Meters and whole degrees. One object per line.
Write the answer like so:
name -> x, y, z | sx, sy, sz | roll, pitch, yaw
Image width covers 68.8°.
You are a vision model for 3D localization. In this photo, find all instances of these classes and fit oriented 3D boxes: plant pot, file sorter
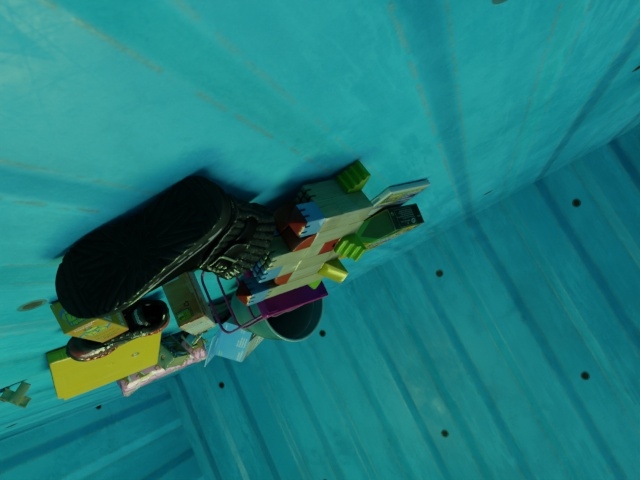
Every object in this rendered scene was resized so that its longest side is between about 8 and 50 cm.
plant pot -> -0.173, 0.223, 1.633 | 0.271, 0.272, 0.255 | -15, 178, -45
file sorter -> -0.159, 0.122, 1.312 | 0.182, 0.202, 0.290 | -32, 168, 30

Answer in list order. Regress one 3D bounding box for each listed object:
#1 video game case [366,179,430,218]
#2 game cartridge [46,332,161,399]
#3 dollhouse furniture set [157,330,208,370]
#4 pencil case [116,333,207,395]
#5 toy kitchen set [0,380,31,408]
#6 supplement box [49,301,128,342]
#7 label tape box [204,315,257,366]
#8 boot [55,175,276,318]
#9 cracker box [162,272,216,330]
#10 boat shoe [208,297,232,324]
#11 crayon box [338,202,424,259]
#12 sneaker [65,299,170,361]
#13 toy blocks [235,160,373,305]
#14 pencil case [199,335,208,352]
video game case -> 0.227, -0.129, 1.516 | 0.212, 0.023, 0.193 | -15, 164, -42
game cartridge -> -0.675, 0.374, 1.486 | 0.323, 0.053, 0.285 | -16, 148, -34
dollhouse furniture set -> -0.580, 0.401, 1.883 | 0.184, 0.129, 0.129 | -52, 166, 3
pencil case -> -0.684, 0.519, 2.019 | 0.385, 0.160, 0.167 | -22, -149, -24
toy kitchen set -> -0.964, 0.491, 1.495 | 0.075, 0.083, 0.068 | -41, -157, 52
supplement box -> -0.516, 0.177, 1.062 | 0.077, 0.080, 0.233 | -27, 167, -12
label tape box -> -0.290, 0.354, 1.847 | 0.348, 0.115, 0.249 | -46, 166, -45
boot -> -0.257, 0.029, 0.848 | 0.347, 0.131, 0.260 | -29, 169, 7
cracker box -> -0.321, 0.138, 1.125 | 0.067, 0.156, 0.232 | -24, 168, -12
boat shoe -> -0.375, 0.289, 1.840 | 0.102, 0.093, 0.285 | -36, 166, 38
crayon box -> 0.181, -0.022, 1.661 | 0.322, 0.083, 0.203 | -28, 171, 40
sneaker -> -0.518, 0.225, 1.222 | 0.275, 0.098, 0.135 | -21, 168, -37
toy blocks -> -0.058, 0.005, 1.063 | 0.260, 0.191, 0.382 | -16, 151, -39
pencil case -> -0.658, 0.536, 2.296 | 0.104, 0.105, 0.236 | -31, 167, 22
